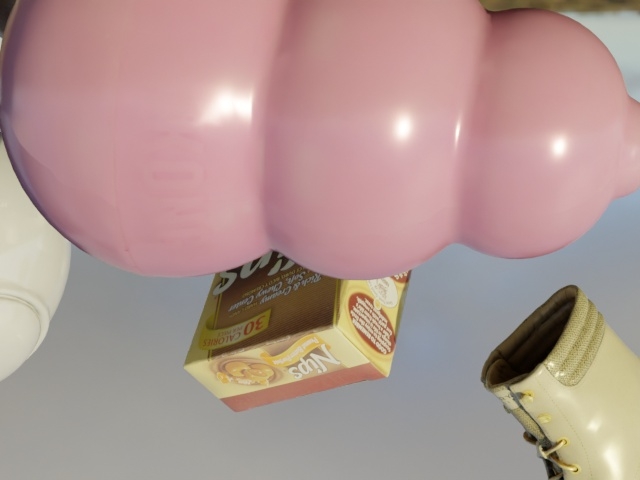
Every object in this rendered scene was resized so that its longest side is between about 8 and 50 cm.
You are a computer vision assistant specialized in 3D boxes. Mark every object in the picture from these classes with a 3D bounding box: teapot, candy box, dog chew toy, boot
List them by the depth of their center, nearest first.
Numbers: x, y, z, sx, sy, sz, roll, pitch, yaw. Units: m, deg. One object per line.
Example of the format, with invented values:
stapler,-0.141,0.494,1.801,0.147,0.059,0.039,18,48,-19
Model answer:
dog chew toy,0.004,-0.069,0.686,0.332,0.206,0.206,9,-168,11
teapot,-0.302,0.039,1.020,0.252,0.187,0.256,-34,150,14
boot,0.198,0.190,1.080,0.203,0.262,0.095,42,168,-22
candy box,0.000,0.000,1.241,0.183,0.087,0.316,-18,-140,35

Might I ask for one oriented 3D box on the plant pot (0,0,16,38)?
plant pot,-0.288,-0.265,1.219,0.165,0.167,0.167,41,180,-15
